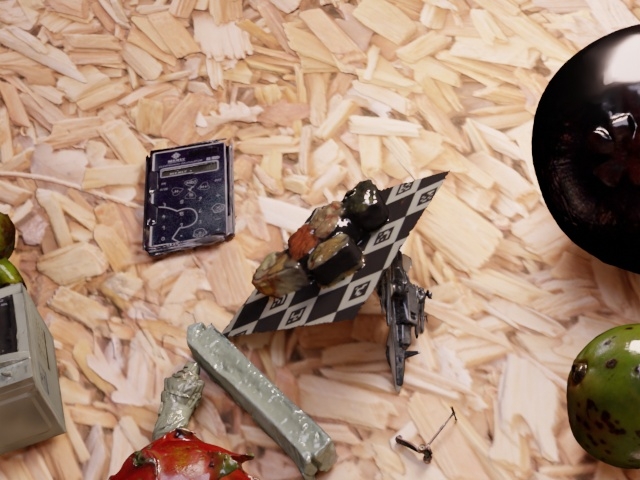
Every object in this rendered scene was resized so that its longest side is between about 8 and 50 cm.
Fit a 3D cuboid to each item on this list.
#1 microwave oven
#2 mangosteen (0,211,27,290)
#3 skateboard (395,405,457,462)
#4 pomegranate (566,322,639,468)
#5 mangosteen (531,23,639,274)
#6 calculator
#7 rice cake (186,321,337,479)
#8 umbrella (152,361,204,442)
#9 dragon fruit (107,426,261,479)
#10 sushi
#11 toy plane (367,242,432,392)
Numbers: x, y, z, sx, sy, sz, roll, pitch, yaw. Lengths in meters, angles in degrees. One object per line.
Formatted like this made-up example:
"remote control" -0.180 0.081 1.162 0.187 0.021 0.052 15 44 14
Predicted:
"microwave oven" -0.476 0.196 1.803 0.122 0.162 0.208 -18 44 -3
"mangosteen" -0.666 0.002 1.973 0.311 0.311 0.311 -8 45 8
"skateboard" 0.151 0.264 1.663 0.064 0.032 0.083 22 57 44
"pomegranate" 0.438 0.208 1.544 0.248 0.202 0.202 22 48 -7
"mangosteen" 0.518 -0.133 1.759 0.382 0.382 0.435 16 14 28
"calculator" -0.232 -0.081 2.107 0.166 0.028 0.274 -11 44 4
"rice cake" -0.094 0.226 1.739 0.063 0.066 0.336 -34 46 -17
"umbrella" -0.210 0.242 1.759 0.067 0.062 0.143 -19 41 44
"dragon fruit" -0.157 0.361 1.554 0.269 0.198 0.200 20 42 13
"sushi" 0.000 0.000 1.817 0.339 0.069 0.320 -13 33 50
"toy plane" 0.122 0.105 1.764 0.082 0.160 0.234 -26 61 26
